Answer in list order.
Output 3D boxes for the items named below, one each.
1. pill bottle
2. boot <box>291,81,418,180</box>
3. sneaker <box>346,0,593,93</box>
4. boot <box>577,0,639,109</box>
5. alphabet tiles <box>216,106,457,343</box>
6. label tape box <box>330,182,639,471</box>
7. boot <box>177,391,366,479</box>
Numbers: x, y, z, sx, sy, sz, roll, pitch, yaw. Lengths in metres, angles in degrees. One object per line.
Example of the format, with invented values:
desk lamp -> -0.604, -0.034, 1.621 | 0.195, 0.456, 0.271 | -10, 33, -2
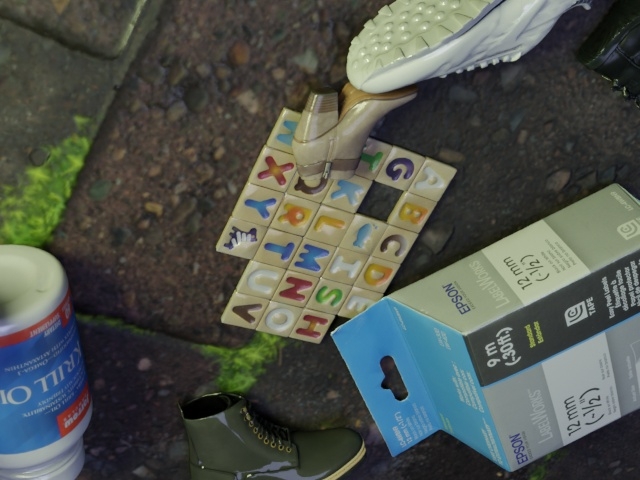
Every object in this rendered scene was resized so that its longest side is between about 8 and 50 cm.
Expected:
pill bottle -> -0.273, 0.125, 0.838 | 0.124, 0.124, 0.221 | -11, 126, -13
boot -> 0.030, -0.098, 0.844 | 0.118, 0.042, 0.087 | -7, 122, -18
sneaker -> 0.134, -0.184, 0.805 | 0.235, 0.090, 0.095 | -29, 137, 3
boot -> 0.315, -0.189, 0.887 | 0.099, 0.045, 0.121 | 24, 119, -29
alphabet tiles -> 0.000, 0.000, 0.924 | 0.198, 0.009, 0.237 | 15, 116, -28
label tape box -> 0.217, 0.126, 1.021 | 0.348, 0.115, 0.249 | -27, 129, -3
boot -> -0.051, 0.212, 1.013 | 0.198, 0.077, 0.137 | -15, 121, -11
